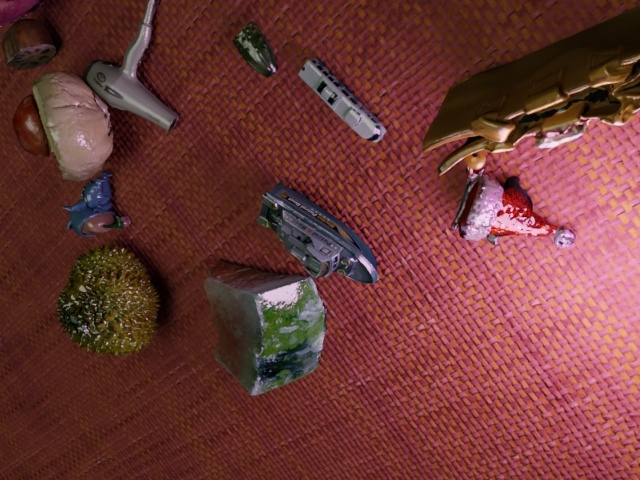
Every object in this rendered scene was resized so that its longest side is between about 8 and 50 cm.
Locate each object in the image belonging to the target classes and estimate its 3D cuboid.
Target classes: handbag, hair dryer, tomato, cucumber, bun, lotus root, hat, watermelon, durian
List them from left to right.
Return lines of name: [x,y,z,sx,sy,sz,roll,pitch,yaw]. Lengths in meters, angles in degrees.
tomato: [-0.717,-0.278,1.834,0.155,0.069,0.155,164,90,-73]
lotus root: [-0.688,-0.461,1.765,0.122,0.112,0.081,-27,80,34]
bun: [-0.558,-0.263,1.721,0.259,0.152,0.259,52,154,39]
durian: [-0.540,0.164,1.883,0.291,0.225,0.291,14,116,31]
hair dryer: [-0.373,-0.366,1.652,0.267,0.092,0.229,-37,98,27]
watermelon: [-0.150,0.202,1.716,0.302,0.151,0.264,11,117,26]
cucumber: [-0.132,-0.381,1.518,0.067,0.035,0.107,-35,93,35]
hat: [0.355,-0.046,1.354,0.227,0.129,0.140,18,96,3]
handbag: [0.369,-0.222,1.138,0.401,0.283,0.133,-17,105,33]

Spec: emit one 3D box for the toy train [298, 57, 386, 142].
toy train: [0.044,-0.270,1.456,0.207,0.047,0.043,46,127,7]

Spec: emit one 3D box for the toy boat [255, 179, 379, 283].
toy boat: [-0.003,0.001,1.559,0.296,0.122,0.114,35,150,10]

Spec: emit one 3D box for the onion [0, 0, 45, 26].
onion: [-0.720,-0.635,1.548,0.358,0.358,0.345,-31,107,36]

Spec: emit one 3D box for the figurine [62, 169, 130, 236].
figurine: [-0.552,-0.077,1.864,0.144,0.114,0.178,30,115,14]
